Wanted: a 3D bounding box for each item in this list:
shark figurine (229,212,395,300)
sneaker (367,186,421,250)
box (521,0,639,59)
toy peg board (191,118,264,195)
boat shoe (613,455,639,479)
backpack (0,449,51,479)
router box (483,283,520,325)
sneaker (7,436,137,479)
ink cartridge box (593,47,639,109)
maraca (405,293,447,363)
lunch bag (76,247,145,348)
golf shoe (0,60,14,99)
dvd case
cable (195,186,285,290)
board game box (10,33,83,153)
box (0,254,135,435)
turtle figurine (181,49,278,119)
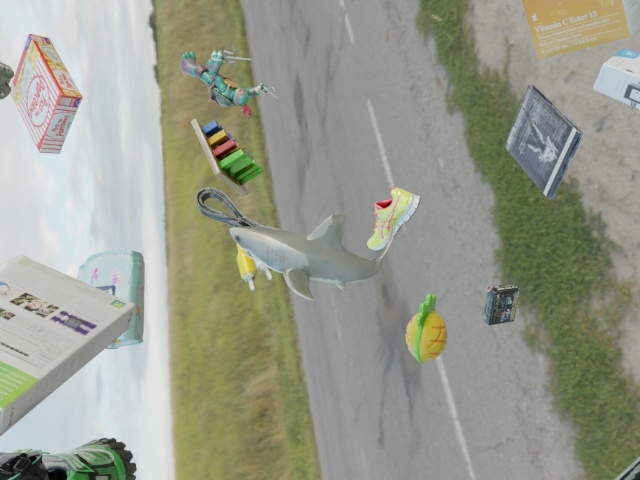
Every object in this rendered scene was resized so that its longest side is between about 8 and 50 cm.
[{"bbox_3d":[0.027,0.010,0.886,0.166,0.278,0.116,43,119,51],"label":"shark figurine"},{"bbox_3d":[0.175,-0.062,1.620,0.208,0.094,0.081,-54,8,31],"label":"sneaker"},{"bbox_3d":[0.566,-0.610,1.339,0.215,0.168,0.345,-1,121,48],"label":"box"},{"bbox_3d":[-0.213,-0.212,1.456,0.160,0.079,0.161,63,-171,20],"label":"toy peg board"},{"bbox_3d":[0.369,0.159,0.537,0.319,0.099,0.116,-57,-17,8],"label":"boat shoe"},{"bbox_3d":[-0.471,0.372,0.824,0.166,0.189,0.144,-36,-64,-59],"label":"backpack"},{"bbox_3d":[0.555,0.196,1.864,0.038,0.092,0.122,-125,34,-60],"label":"router box"},{"bbox_3d":[-0.504,0.430,1.051,0.146,0.344,0.134,6,-116,-75],"label":"sneaker"},{"bbox_3d":[0.638,-0.297,1.167,0.180,0.104,0.060,35,141,27],"label":"ink cartridge box"},{"bbox_3d":[0.260,0.218,1.491,0.127,0.099,0.185,-47,-41,-48],"label":"maraca"},{"bbox_3d":[-0.510,0.149,1.488,0.262,0.160,0.223,-21,64,53],"label":"lunch bag"},{"bbox_3d":[-0.490,-0.231,0.770,0.086,0.176,0.069,46,111,34],"label":"golf shoe"},{"bbox_3d":[0.488,-0.222,1.345,0.221,0.018,0.164,-108,22,-48],"label":"dvd case"},{"bbox_3d":[-0.155,-0.031,1.282,0.287,0.139,0.072,53,168,22],"label":"cable"},{"bbox_3d":[-0.550,-0.291,1.210,0.193,0.045,0.146,54,124,25],"label":"board game box"},{"bbox_3d":[-0.465,0.138,0.913,0.322,0.232,0.058,-50,-19,-67],"label":"box"},{"bbox_3d":[-0.223,-0.380,1.453,0.234,0.118,0.175,32,177,33],"label":"turtle figurine"}]
